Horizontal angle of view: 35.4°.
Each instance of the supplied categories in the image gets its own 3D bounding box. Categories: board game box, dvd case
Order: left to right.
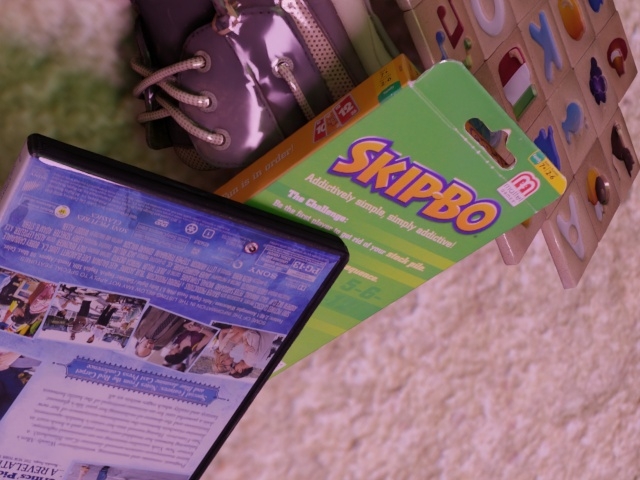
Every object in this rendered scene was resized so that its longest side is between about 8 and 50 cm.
[{"bbox_3d":[-0.120,0.074,0.545,0.180,0.022,0.253,18,117,-31],"label":"dvd case"},{"bbox_3d":[0.000,0.000,0.569,0.259,0.039,0.124,-32,131,24],"label":"board game box"}]

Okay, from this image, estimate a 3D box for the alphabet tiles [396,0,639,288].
[{"bbox_3d":[0.138,-0.154,0.671,0.285,0.011,0.342,-49,121,-44],"label":"alphabet tiles"}]

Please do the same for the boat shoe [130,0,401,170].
[{"bbox_3d":[-0.037,-0.095,0.575,0.355,0.132,0.130,42,78,-28],"label":"boat shoe"}]
